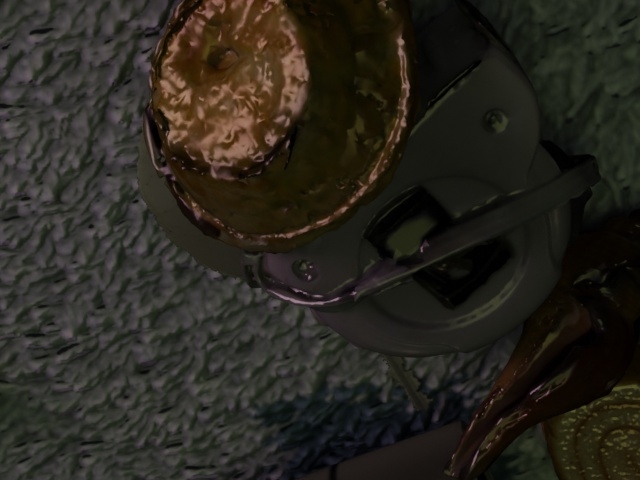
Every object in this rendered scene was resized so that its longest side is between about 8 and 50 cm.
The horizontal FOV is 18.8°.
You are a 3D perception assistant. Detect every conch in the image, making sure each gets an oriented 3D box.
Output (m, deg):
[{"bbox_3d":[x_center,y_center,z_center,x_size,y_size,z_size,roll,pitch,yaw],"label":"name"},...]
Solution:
[{"bbox_3d":[0.174,0.072,1.329,0.080,0.086,0.233,28,79,-32],"label":"conch"}]

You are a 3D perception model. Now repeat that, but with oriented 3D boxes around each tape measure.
[{"bbox_3d":[0.074,-0.017,1.277,0.236,0.120,0.197,-43,120,14],"label":"tape measure"}]

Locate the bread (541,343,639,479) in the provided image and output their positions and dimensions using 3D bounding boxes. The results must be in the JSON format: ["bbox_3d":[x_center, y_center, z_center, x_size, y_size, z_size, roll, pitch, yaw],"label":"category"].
[{"bbox_3d":[0.224,0.144,1.398,0.122,0.073,0.149,-22,114,15],"label":"bread"}]

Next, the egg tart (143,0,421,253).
[{"bbox_3d":[-0.035,-0.097,1.195,0.212,0.212,0.090,-47,151,20],"label":"egg tart"}]

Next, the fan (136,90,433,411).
[{"bbox_3d":[0.000,0.000,1.344,0.190,0.009,0.329,-25,116,9],"label":"fan"}]

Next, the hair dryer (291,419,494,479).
[{"bbox_3d":[0.061,0.315,1.330,0.203,0.362,0.128,-21,146,7],"label":"hair dryer"}]
